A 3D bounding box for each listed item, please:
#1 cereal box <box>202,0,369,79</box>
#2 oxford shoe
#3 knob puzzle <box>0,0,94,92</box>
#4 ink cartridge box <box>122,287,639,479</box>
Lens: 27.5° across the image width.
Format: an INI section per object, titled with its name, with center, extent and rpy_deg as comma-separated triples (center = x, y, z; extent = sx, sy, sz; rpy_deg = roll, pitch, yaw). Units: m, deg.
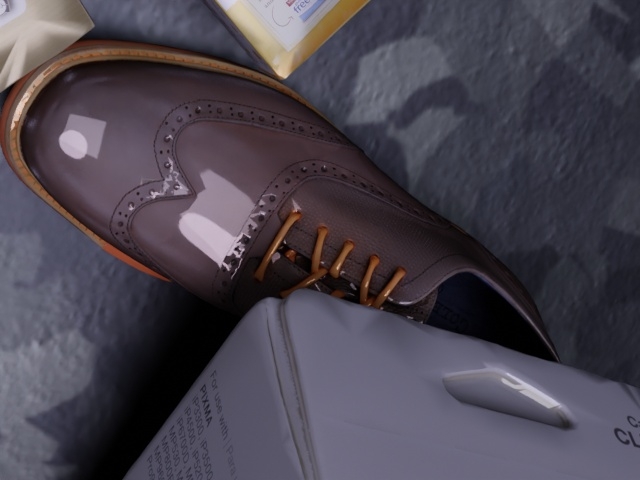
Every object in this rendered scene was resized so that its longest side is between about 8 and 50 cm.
[cereal box]
center = -0.036, -0.225, 0.648
extent = 0.173, 0.047, 0.240
rpy_deg = -43, 116, -4
[oxford shoe]
center = 0.000, 0.000, 0.720
extent = 0.364, 0.133, 0.130
rpy_deg = 25, 98, -32
[knob puzzle]
center = -0.233, -0.122, 0.613
extent = 0.213, 0.030, 0.213
rpy_deg = -4, 108, -12
[ink cartridge box]
center = 0.002, 0.236, 0.722
extent = 0.279, 0.160, 0.384
rpy_deg = 17, 125, -30
